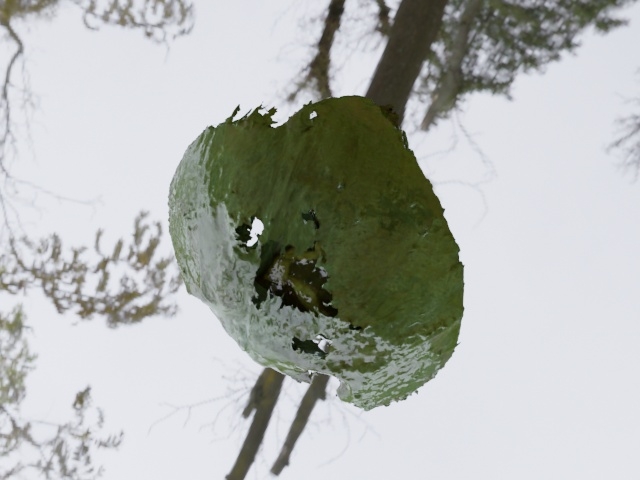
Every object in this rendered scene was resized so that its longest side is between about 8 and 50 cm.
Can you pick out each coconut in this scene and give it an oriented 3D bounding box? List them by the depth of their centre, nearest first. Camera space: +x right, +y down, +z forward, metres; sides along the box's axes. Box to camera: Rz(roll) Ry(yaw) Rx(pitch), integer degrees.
[{"bbox_3d":[-0.003,0.002,0.381,0.158,0.133,0.055,29,-157,7],"label":"coconut"}]
